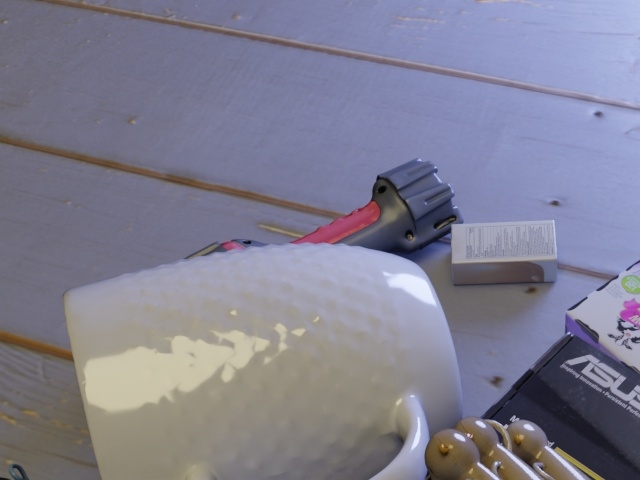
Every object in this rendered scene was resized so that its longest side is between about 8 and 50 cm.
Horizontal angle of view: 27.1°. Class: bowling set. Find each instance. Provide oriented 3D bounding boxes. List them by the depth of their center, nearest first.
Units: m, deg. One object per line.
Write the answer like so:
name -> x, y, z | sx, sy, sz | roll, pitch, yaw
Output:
bowling set -> 0.114, 0.246, 1.051 | 0.200, 0.287, 0.154 | -46, 62, 9

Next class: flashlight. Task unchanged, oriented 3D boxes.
flashlight -> 0.000, 0.000, 1.469 | 0.304, 0.103, 0.103 | -28, 27, -16

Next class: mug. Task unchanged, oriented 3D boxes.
mug -> -0.036, 0.157, 1.195 | 0.328, 0.276, 0.374 | -14, 24, -9

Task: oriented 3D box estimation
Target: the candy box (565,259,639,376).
candy box -> 0.373, 0.090, 1.341 | 0.196, 0.070, 0.165 | -32, 52, -18

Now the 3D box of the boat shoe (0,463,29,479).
boat shoe -> -0.318, 0.263, 1.289 | 0.258, 0.109, 0.089 | 1, 46, 8

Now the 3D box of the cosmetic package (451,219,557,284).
cosmetic package -> 0.201, 0.014, 1.458 | 0.115, 0.041, 0.060 | -1, 49, 9

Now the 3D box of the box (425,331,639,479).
box -> 0.273, 0.300, 1.157 | 0.318, 0.097, 0.395 | -39, 55, -24
